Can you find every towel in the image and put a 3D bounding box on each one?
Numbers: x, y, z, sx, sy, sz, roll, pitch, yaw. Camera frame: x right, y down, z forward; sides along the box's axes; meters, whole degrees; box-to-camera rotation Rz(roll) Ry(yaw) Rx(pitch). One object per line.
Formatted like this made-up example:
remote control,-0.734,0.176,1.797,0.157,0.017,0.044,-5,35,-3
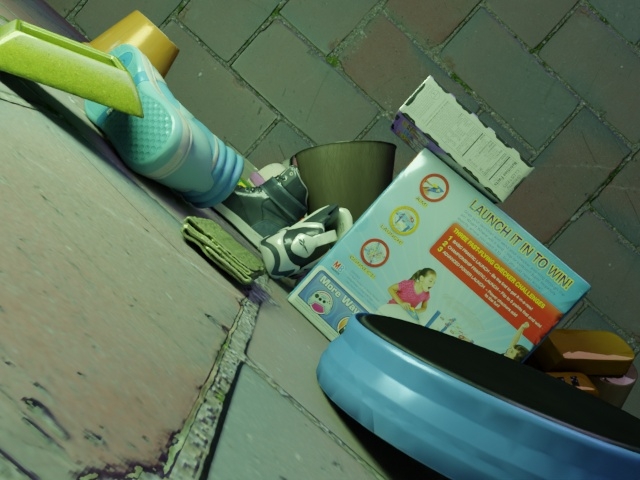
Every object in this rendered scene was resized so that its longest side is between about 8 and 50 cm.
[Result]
towel,-0.118,0.013,0.850,0.110,0.027,0.148,41,3,0

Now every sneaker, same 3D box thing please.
sneaker,-0.126,-0.101,1.280,0.226,0.163,0.086,41,3,-1
sneaker,0.000,0.000,1.158,0.235,0.153,0.094,12,60,-77
sneaker,-0.232,-0.160,1.059,0.208,0.127,0.319,37,14,-48

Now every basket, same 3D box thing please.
basket,0.051,-0.062,1.331,0.205,0.226,0.154,-5,-8,23

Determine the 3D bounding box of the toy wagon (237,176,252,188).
toy wagon,-0.117,-0.039,1.461,0.267,0.068,0.344,40,2,-41

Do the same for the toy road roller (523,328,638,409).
toy road roller,0.387,0.292,1.140,0.330,0.202,0.240,2,31,-15

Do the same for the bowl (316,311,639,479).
bowl,0.188,0.174,0.714,0.391,0.077,0.391,21,2,-1

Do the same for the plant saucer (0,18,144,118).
plant saucer,-0.315,-0.221,0.855,0.188,0.045,0.188,17,14,-28

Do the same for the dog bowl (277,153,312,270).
dog bowl,0.015,-0.075,1.913,0.408,0.150,0.408,45,20,-21

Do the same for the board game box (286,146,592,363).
board game box,0.166,0.079,1.008,0.308,0.302,0.086,43,2,12

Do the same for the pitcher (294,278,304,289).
pitcher,0.052,0.101,1.234,0.178,0.125,0.207,27,11,9

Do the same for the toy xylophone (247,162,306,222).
toy xylophone,-0.014,-0.049,1.541,0.323,0.081,0.236,42,3,-30

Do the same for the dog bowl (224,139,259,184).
dog bowl,-0.190,-0.154,2.119,0.349,0.102,0.349,42,1,-1

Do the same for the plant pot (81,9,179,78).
plant pot,-0.428,-0.406,1.559,0.205,0.188,0.205,42,2,-2

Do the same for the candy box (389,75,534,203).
candy box,0.203,-0.140,1.026,0.196,0.070,0.165,41,1,0
